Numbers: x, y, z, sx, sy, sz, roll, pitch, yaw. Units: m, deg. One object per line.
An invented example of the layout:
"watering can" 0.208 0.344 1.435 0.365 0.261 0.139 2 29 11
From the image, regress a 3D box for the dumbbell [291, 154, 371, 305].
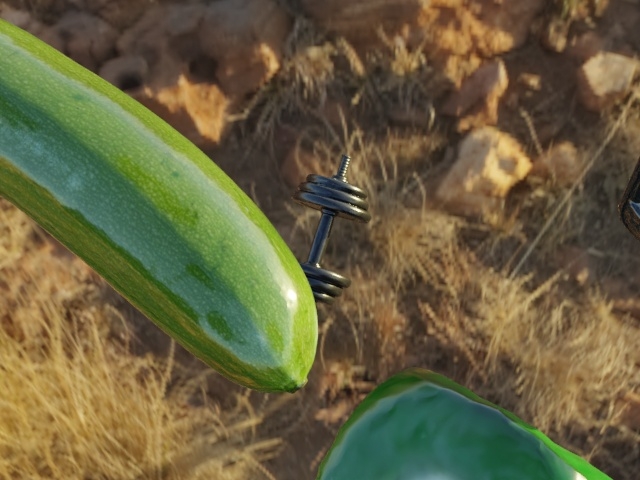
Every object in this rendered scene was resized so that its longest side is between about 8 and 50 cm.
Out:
"dumbbell" 0.000 0.000 1.538 0.099 0.099 0.208 17 86 10

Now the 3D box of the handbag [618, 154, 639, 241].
"handbag" 0.435 -0.034 1.323 0.088 0.244 0.275 -25 57 -32

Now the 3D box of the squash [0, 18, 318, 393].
"squash" -0.150 -0.047 0.850 0.395 0.107 0.107 37 71 14

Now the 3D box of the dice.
"dice" 0.162 0.323 1.372 0.297 0.300 0.287 28 84 31
